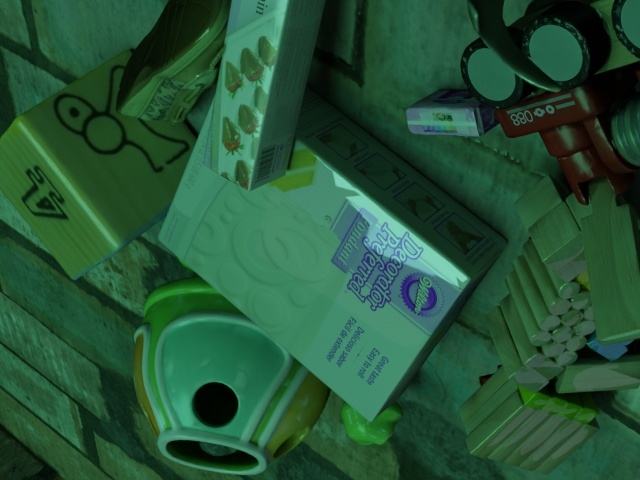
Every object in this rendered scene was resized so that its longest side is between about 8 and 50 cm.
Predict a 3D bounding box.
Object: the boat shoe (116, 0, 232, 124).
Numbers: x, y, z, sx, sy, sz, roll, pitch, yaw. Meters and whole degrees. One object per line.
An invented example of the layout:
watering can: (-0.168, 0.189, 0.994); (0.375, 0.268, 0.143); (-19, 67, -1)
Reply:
boat shoe: (-0.144, -0.203, 1.123); (0.089, 0.104, 0.285); (19, 162, -24)

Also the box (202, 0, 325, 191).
box: (-0.042, -0.201, 0.928); (0.063, 0.067, 0.324); (29, 124, 23)

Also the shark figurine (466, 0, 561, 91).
shark figurine: (0.165, -0.226, 0.602); (0.166, 0.278, 0.116); (52, 173, 31)

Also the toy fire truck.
toy fire truck: (0.237, -0.069, 0.735); (0.217, 0.158, 0.246); (-11, 112, 53)

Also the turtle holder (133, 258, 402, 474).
turtle holder: (-0.081, 0.176, 1.270); (0.320, 0.227, 0.243); (23, 146, -19)

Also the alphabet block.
alphabet block: (-0.282, -0.093, 1.296); (0.197, 0.192, 0.193); (54, 145, -7)

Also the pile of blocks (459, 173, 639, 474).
pile of blocks: (0.232, 0.070, 0.969); (0.112, 0.149, 0.362); (-103, 17, -48)

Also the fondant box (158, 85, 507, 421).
fondant box: (0.000, 0.000, 1.093); (0.330, 0.096, 0.238); (39, 129, 13)

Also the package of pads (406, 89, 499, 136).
package of pads: (0.125, -0.117, 0.924); (0.083, 0.050, 0.032); (8, 124, 46)
